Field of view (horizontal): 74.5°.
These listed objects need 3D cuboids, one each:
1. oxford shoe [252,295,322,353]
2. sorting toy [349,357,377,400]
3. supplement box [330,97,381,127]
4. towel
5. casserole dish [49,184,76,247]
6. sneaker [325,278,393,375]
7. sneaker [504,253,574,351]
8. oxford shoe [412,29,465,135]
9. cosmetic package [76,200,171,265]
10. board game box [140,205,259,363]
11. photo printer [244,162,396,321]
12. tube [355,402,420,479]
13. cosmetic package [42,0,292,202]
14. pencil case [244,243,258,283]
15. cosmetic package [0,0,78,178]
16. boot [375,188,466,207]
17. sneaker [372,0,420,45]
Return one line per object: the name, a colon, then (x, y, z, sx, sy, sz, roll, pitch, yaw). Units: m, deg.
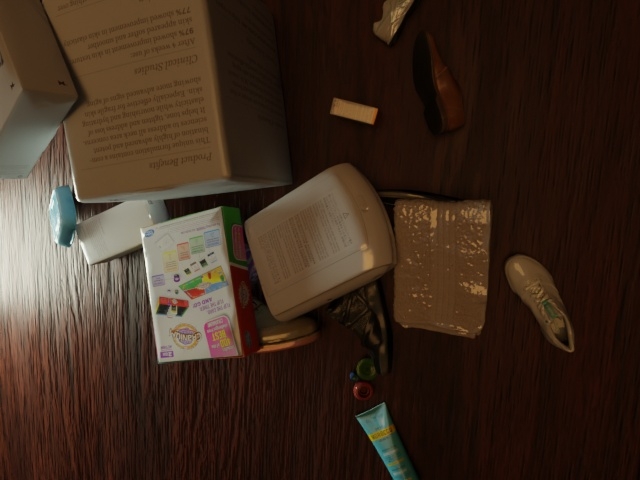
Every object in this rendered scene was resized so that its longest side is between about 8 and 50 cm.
oxford shoe: (-0.191, 0.177, 1.001, 0.397, 0.140, 0.146, 1, 92, 14)
sorting toy: (0.100, 0.324, 0.994, 0.061, 0.042, 0.101, 10, 88, -2)
supplement box: (0.077, -0.274, 0.904, 0.098, 0.062, 0.036, 18, 103, 12)
towel: (0.235, 0.056, 0.833, 0.187, 0.049, 0.282, 4, 109, 26)
casserole dish: (-0.681, -0.066, 1.107, 0.114, 0.037, 0.188, -56, 50, 28)
sneaker: (0.091, 0.194, 0.953, 0.130, 0.087, 0.227, -14, 91, 18)
sneaker: (0.447, 0.123, 0.839, 0.080, 0.094, 0.212, -33, 88, 18)
oxford shoe: (0.242, -0.324, 0.860, 0.076, 0.076, 0.212, -15, 91, -13)
cosmetic package: (-0.504, -0.028, 1.087, 0.231, 0.085, 0.117, -19, 92, 15)
board game box: (-0.273, 0.103, 0.937, 0.242, 0.064, 0.316, -11, 85, 24)
photo printer: (0.000, 0.000, 0.895, 0.308, 0.107, 0.256, -30, 69, 24)
tube: (0.167, 0.493, 0.994, 0.080, 0.052, 0.207, -29, 83, 6)
cosmetic package: (-0.280, -0.292, 0.862, 0.330, 0.327, 0.393, -5, 95, 16)
pencil case: (-0.224, 0.024, 1.020, 0.206, 0.088, 0.086, 30, 141, 10)
cosmetic package: (-0.609, -0.346, 0.781, 0.284, 0.097, 0.377, -30, 81, 32)
boot: (0.214, -0.012, 0.892, 0.237, 0.085, 0.178, 12, 103, 15)
sneaker: (0.162, -0.482, 0.858, 0.061, 0.054, 0.152, 37, 106, 11)
